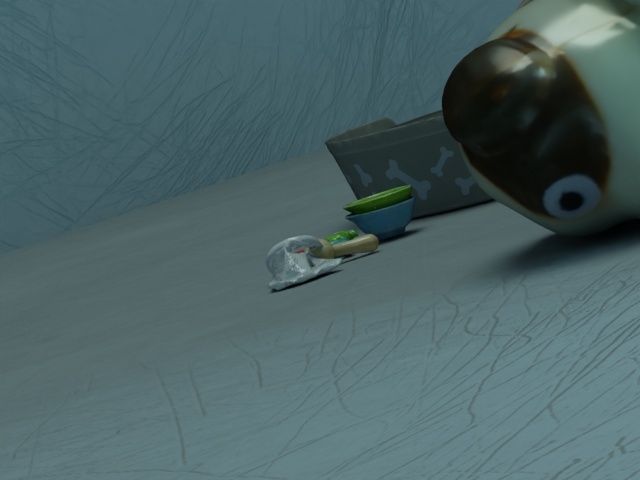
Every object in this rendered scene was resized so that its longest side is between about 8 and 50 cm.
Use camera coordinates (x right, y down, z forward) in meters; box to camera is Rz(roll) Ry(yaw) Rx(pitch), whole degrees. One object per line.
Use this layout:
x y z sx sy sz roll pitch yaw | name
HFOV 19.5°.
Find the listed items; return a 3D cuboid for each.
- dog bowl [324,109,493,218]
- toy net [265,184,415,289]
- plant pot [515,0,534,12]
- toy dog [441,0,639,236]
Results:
0.185 -0.110 2.028 0.348 0.102 0.349 -16 5 1 | dog bowl
0.000 0.000 1.772 0.122 0.045 0.232 -12 7 32 | toy net
0.334 -0.201 1.791 0.243 0.275 0.275 -31 11 -23 | plant pot
0.249 -0.197 1.416 0.395 0.408 0.284 22 -9 24 | toy dog
